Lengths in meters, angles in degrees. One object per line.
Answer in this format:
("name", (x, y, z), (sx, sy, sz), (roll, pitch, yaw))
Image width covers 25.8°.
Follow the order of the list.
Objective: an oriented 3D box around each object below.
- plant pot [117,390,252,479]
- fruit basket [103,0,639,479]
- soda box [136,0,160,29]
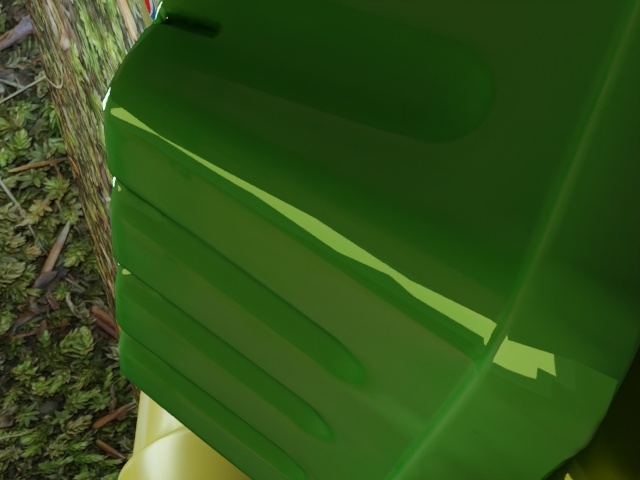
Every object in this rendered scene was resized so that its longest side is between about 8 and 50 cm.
("plant pot", (-0.075, 0.188, 1.358), (0.254, 0.254, 0.239), (92, 170, -56))
("fruit basket", (0.108, 0.033, 0.541), (0.392, 0.283, 0.392), (21, 157, 9))
("soda box", (-0.125, -0.229, 1.286), (0.181, 0.061, 0.058), (-153, 44, -69))
